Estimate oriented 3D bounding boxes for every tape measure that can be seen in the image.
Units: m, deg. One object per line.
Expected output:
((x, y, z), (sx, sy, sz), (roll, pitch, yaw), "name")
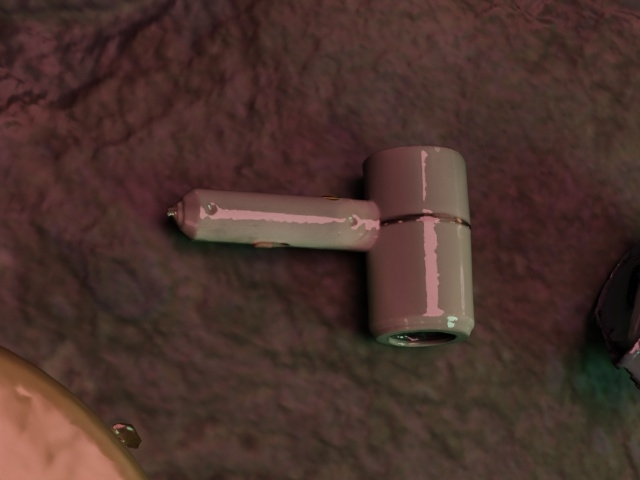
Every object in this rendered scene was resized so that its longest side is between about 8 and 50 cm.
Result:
((0.167, 0.027, 0.712), (0.054, 0.091, 0.094), (37, 31, -13), "tape measure")

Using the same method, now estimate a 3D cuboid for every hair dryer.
((0.000, 0.000, 0.670), (0.137, 0.047, 0.082), (5, 74, -18), "hair dryer")

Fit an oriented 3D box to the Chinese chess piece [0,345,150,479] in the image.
((-0.166, 0.153, 0.512), (0.273, 0.102, 0.273), (7, 73, -22), "Chinese chess piece")
